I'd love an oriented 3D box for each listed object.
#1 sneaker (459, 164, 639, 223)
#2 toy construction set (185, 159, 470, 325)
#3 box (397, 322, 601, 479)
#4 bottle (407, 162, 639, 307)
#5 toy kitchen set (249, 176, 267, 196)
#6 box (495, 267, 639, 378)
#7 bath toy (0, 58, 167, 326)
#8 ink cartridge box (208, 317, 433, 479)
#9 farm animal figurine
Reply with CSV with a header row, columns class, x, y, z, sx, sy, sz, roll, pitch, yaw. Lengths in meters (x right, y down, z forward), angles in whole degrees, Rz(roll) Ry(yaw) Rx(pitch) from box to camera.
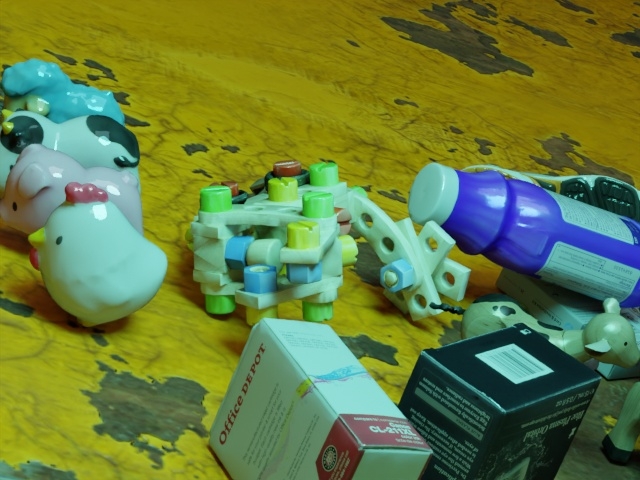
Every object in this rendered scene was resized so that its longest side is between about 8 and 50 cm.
class,x,y,z,sx,sy,sz,roll,pitch,yaw
sneaker,0.282,-0.039,2.053,0.262,0.099,0.121,14,7,11
toy construction set,0.000,0.000,1.692,0.215,0.151,0.328,8,4,36
box,0.130,0.165,1.437,0.093,0.158,0.156,35,27,29
bottle,0.226,-0.009,1.851,0.283,0.092,0.118,18,14,-27
toy kitchen set,-0.055,-0.021,1.852,0.083,0.075,0.068,-42,105,-30
box,0.304,0.082,1.924,0.145,0.038,0.186,-1,33,-43
bath toy,-0.236,-0.052,1.630,0.151,0.129,0.348,-18,32,-5
ink cartridge box,-0.004,0.160,1.370,0.072,0.127,0.175,7,28,-34
farm animal figurine,0.313,0.130,1.648,0.330,0.172,0.327,1,33,-37
